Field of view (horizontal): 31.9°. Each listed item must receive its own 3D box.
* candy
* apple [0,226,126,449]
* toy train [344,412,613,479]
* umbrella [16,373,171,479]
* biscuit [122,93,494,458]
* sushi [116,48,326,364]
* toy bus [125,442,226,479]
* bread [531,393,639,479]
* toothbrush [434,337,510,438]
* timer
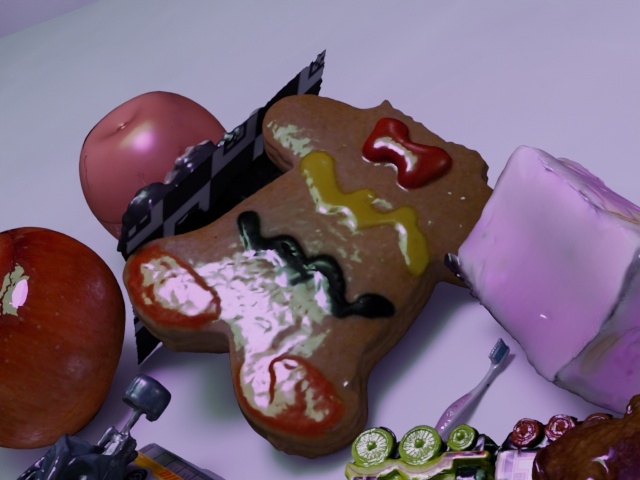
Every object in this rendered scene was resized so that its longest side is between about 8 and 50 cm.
[{"bbox_3d":[0.230,0.027,1.008,0.155,0.116,0.265,-60,23,13],"label":"candy"},{"bbox_3d":[-0.345,0.114,1.354,0.251,0.206,0.272,-57,26,13],"label":"apple"},{"bbox_3d":[0.140,0.190,0.942,0.250,0.053,0.085,-9,45,24],"label":"toy train"},{"bbox_3d":[-0.262,0.274,1.066,0.348,0.094,0.143,-57,11,-15],"label":"umbrella"},{"bbox_3d":[0.000,0.000,1.205,0.394,0.076,0.368,-41,60,-20],"label":"biscuit"},{"bbox_3d":[-0.151,-0.065,1.407,0.100,0.296,0.373,32,58,16],"label":"sushi"},{"bbox_3d":[-0.143,0.254,1.112,0.072,0.057,0.172,-34,26,-29],"label":"toy bus"},{"bbox_3d":[0.232,0.193,0.690,0.232,0.135,0.246,-15,34,0],"label":"bread"},{"bbox_3d":[0.122,0.168,1.041,0.017,0.022,0.204,2,43,50],"label":"toothbrush"},{"bbox_3d":[-0.229,-0.094,1.627,0.230,0.215,0.229,-27,31,17],"label":"timer"}]
